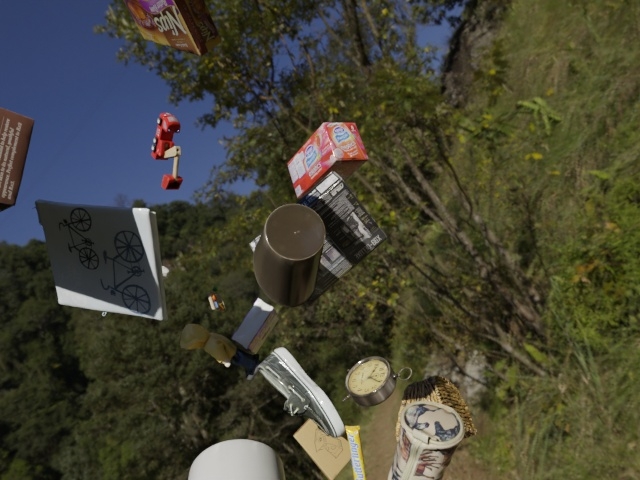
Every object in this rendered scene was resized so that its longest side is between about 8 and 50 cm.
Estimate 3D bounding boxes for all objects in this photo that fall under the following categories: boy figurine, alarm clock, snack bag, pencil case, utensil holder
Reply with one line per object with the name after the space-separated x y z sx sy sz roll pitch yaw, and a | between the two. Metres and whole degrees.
-0.336 0.372 1.735 0.092 0.285 0.177 -59 21 3 | boy figurine
0.150 0.363 1.335 0.192 0.064 0.129 -22 28 27 | alarm clock
-0.574 0.055 1.361 0.342 0.323 0.037 5 24 13 | snack bag
0.255 0.610 1.370 0.183 0.160 0.410 -37 -38 -53 | pencil case
-0.236 0.825 1.480 0.327 0.327 0.385 -33 25 8 | utensil holder

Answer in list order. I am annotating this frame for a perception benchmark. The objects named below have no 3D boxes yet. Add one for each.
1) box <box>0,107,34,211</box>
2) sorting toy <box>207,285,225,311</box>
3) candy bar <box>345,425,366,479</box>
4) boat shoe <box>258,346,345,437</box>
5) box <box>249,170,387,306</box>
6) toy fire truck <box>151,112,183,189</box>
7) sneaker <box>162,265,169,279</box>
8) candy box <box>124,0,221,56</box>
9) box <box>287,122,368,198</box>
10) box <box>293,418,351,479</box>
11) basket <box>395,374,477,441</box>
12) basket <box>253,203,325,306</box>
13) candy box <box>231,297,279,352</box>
-0.759 -0.154 1.106 0.143 0.191 0.381 17 -16 -41 | box
-0.307 0.167 1.513 0.012 0.083 0.062 -30 -23 16 | sorting toy
0.095 0.565 1.346 0.040 0.161 0.018 -12 -10 21 | candy bar
-0.065 0.485 1.586 0.119 0.335 0.121 -34 -28 -25 | boat shoe
0.000 0.000 1.428 0.307 0.242 0.076 -42 31 1 | box
-0.442 -0.260 1.512 0.047 0.135 0.192 -6 -52 -45 | toy fire truck
-0.635 0.163 1.827 0.232 0.115 0.090 -17 22 3 | sneaker
-0.256 -0.383 0.866 0.053 0.187 0.109 -44 -39 -20 | candy box
0.016 -0.240 1.578 0.123 0.128 0.257 -9 -17 -33 | box
0.026 0.689 1.774 0.164 0.201 0.021 -40 2 -30 | box
0.408 0.647 1.942 0.223 0.213 0.299 -33 -42 21 | basket
-0.068 0.025 1.158 0.154 0.204 0.227 -13 -19 -14 | basket
-0.226 0.309 1.829 0.165 0.070 0.196 -57 -12 -15 | candy box
